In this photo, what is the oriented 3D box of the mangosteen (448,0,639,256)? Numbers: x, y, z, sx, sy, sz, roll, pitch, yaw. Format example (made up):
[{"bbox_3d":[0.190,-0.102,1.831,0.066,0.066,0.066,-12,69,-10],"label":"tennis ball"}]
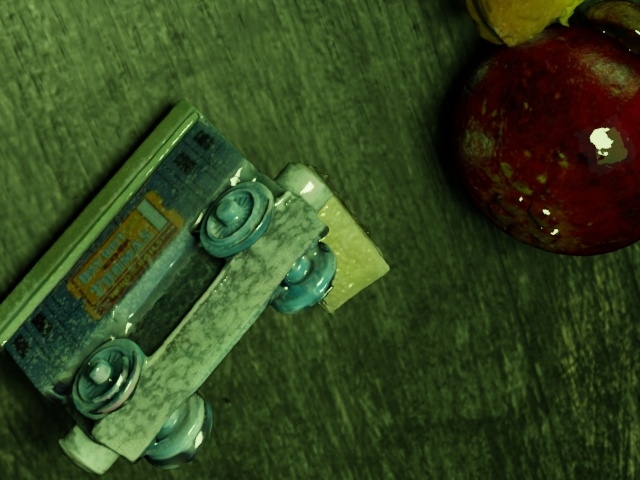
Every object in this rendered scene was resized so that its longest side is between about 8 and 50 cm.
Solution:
[{"bbox_3d":[0.235,-0.111,1.408,0.215,0.215,0.257,49,62,-25],"label":"mangosteen"}]

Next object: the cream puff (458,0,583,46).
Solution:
[{"bbox_3d":[0.172,-0.289,1.326,0.241,0.155,0.269,9,71,-4],"label":"cream puff"}]

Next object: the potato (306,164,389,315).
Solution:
[{"bbox_3d":[-0.001,-0.002,1.420,0.086,0.061,0.122,-39,114,-4],"label":"potato"}]

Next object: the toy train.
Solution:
[{"bbox_3d":[-0.125,0.043,1.311,0.300,0.202,0.131,-49,132,-3],"label":"toy train"}]
